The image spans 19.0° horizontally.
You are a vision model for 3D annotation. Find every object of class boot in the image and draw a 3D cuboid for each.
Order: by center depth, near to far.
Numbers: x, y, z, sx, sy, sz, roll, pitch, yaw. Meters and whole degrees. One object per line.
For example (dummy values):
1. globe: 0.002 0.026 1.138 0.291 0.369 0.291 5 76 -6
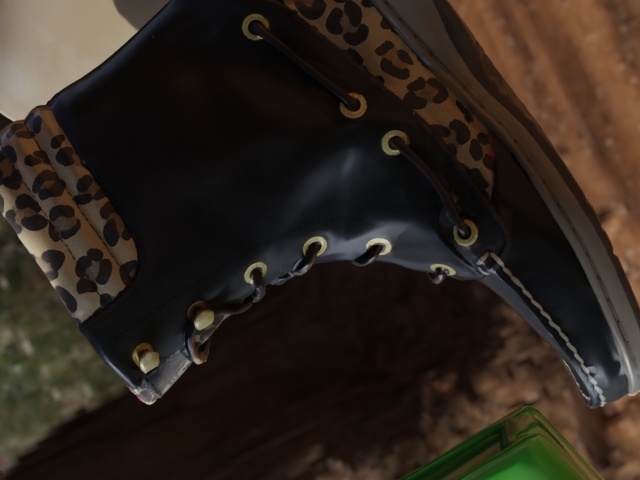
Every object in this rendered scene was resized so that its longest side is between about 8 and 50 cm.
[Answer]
1. boot: 0.000 0.000 1.141 0.377 0.284 0.138 54 179 -13

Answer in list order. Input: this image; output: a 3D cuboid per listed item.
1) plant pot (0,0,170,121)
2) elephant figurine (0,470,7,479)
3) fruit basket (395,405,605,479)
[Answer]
1. plant pot: -0.100 -0.195 1.353 0.323 0.280 0.323 22 -171 -3
2. elephant figurine: -0.180 0.124 0.773 0.186 0.169 0.239 22 123 44
3. fruit basket: 0.071 0.310 0.905 0.392 0.392 0.283 65 -175 2
